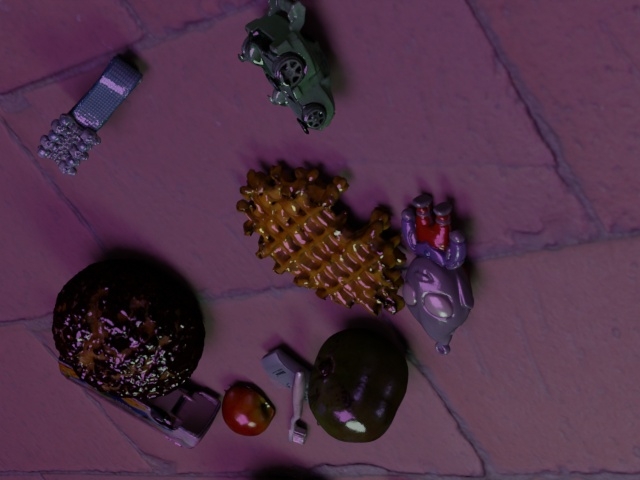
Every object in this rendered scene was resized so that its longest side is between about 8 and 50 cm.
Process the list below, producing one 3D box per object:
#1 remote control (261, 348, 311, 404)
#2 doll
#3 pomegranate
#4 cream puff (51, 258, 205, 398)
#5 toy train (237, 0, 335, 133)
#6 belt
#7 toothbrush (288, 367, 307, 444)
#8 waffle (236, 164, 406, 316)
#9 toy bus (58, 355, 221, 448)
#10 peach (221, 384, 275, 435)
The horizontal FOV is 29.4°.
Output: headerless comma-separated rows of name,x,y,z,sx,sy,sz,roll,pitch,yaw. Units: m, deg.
remote control,-0.015,0.220,1.831,0.162,0.029,0.061,39,152,-12
doll,0.143,0.048,1.476,0.102,0.075,0.227,28,136,39
pomegranate,0.048,0.206,1.681,0.131,0.152,0.191,22,164,7
cream puff,-0.296,0.143,1.849,0.239,0.165,0.239,19,140,17
toy train,-0.029,-0.192,1.333,0.149,0.081,0.099,52,174,-39
belt,-0.289,-0.167,1.552,0.065,0.100,0.179,38,142,-11
toothbrush,-0.031,0.254,1.842,0.030,0.025,0.307,20,154,8
waffle,0.000,0.000,1.553,0.232,0.051,0.228,11,141,30
toy bus,-0.301,0.248,2.038,0.274,0.090,0.112,30,150,6
peach,-0.124,0.278,1.955,0.098,0.061,0.098,17,144,13
